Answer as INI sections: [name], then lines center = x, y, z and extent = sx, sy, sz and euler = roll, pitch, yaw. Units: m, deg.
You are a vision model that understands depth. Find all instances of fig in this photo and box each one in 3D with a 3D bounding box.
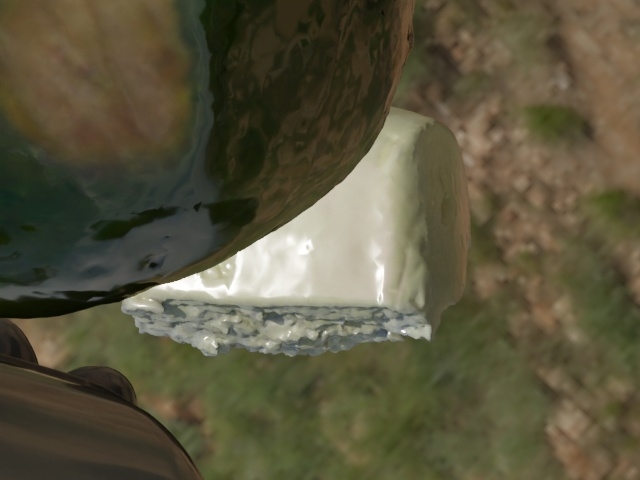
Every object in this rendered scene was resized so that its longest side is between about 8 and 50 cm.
[fig]
center = -0.071, -0.100, 0.509
extent = 0.195, 0.195, 0.245
euler = 16, 122, 51

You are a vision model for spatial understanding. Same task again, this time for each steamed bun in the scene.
[steamed bun]
center = 0.000, 0.000, 1.371
extent = 0.225, 0.200, 0.170
euler = 11, 169, 21

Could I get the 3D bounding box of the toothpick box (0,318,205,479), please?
[toothpick box]
center = -0.173, 0.128, 0.759
extent = 0.316, 0.229, 0.229
euler = 19, 177, -37
